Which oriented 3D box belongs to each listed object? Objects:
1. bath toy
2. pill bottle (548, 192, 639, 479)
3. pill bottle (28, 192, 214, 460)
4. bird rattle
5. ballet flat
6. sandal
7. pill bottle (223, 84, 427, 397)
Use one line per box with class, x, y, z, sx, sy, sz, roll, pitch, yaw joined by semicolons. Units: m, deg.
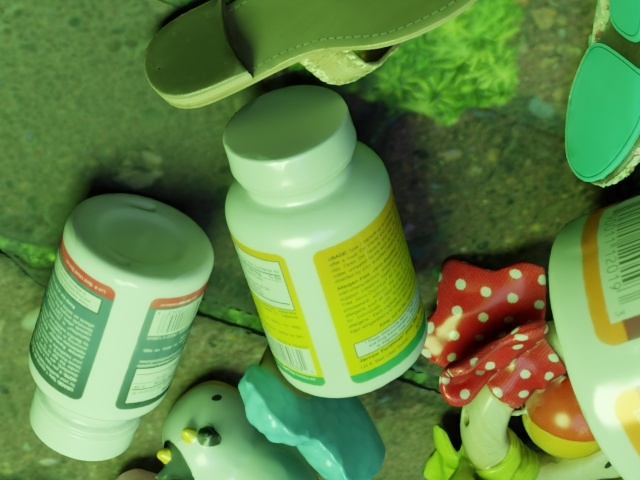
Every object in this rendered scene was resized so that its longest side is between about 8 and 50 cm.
bath toy;-0.111;0.229;1.315;0.348;0.151;0.129;-48;160;26
pill bottle;0.377;0.025;1.138;0.392;0.224;0.224;-22;129;26
pill bottle;-0.151;0.066;1.202;0.108;0.108;0.180;11;123;-18
bird rattle;0.168;0.125;1.324;0.207;0.143;0.253;-6;115;-20
ballet flat;0.227;-0.141;1.136;0.077;0.091;0.241;-17;135;-26
sandal;0.005;-0.141;1.113;0.240;0.088;0.079;-19;159;12
pill bottle;0.000;0.000;1.174;0.117;0.117;0.208;-16;127;2
